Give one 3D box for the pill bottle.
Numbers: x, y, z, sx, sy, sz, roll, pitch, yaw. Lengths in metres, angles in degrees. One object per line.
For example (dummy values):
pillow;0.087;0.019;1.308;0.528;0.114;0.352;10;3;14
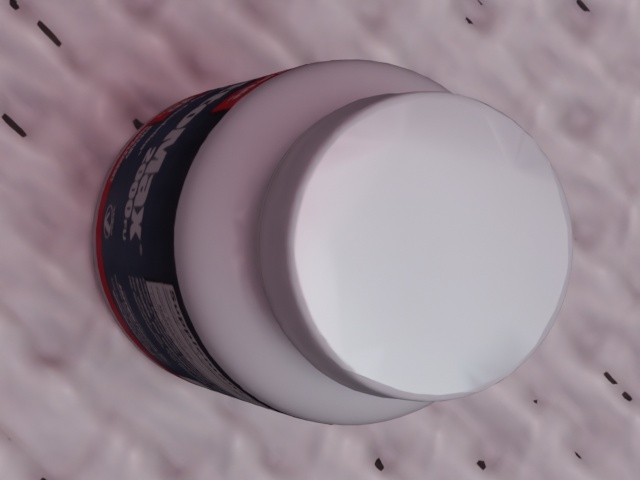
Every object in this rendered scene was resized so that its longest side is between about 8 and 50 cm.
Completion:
pill bottle;0.000;0.000;0.522;0.108;0.180;0.108;0;90;-20
